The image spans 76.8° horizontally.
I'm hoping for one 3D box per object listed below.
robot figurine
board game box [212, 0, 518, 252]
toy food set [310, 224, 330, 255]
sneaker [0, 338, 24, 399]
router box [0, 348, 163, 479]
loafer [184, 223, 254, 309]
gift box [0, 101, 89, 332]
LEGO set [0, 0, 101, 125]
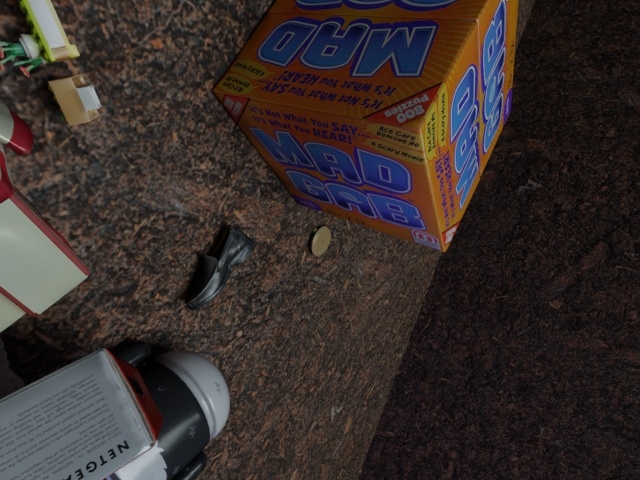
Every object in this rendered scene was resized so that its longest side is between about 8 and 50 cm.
[{"bbox_3d":[-0.274,0.291,0.624,0.278,0.174,0.209,-32,144,-47],"label":"robot figurine"},{"bbox_3d":[0.113,-0.254,0.739,0.356,0.356,0.356,-61,149,-14],"label":"board game box"},{"bbox_3d":[0.000,0.000,1.044,0.083,0.020,0.082,4,103,-59],"label":"toy food set"},{"bbox_3d":[-0.388,0.147,0.448,0.232,0.090,0.115,-63,157,6],"label":"sneaker"},{"bbox_3d":[-0.312,0.227,0.344,0.336,0.082,0.301,-28,172,-26],"label":"router box"},{"bbox_3d":[-0.193,0.046,0.730,0.061,0.062,0.170,50,58,-32],"label":"loafer"},{"bbox_3d":[-0.336,-0.022,0.268,0.258,0.255,0.276,-44,146,-23],"label":"gift box"},{"bbox_3d":[-0.295,-0.229,0.347,0.107,0.132,0.287,-28,156,-28],"label":"LEGO set"}]
